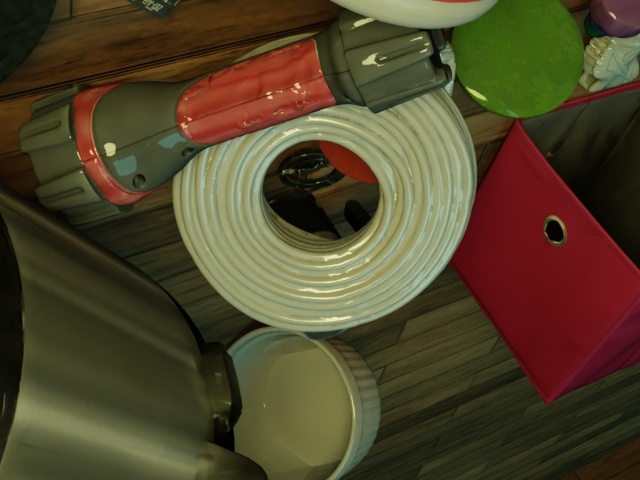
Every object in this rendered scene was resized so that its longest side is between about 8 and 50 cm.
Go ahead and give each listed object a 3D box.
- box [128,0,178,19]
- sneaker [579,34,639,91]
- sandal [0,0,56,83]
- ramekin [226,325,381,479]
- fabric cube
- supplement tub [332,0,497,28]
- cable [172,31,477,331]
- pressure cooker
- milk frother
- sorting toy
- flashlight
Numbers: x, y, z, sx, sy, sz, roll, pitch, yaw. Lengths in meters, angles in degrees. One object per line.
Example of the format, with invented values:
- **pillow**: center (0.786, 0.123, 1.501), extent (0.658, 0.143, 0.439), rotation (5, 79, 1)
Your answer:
- **box**: center (-0.118, -0.196, 0.725), extent (0.067, 0.018, 0.083), rotation (-43, 151, 17)
- **sneaker**: center (0.312, -0.206, 1.123), extent (0.061, 0.053, 0.152), rotation (-28, 153, -4)
- **sandal**: center (-0.328, -0.147, 0.521), extent (0.167, 0.107, 0.446), rotation (-46, 162, 20)
- **ramekin**: center (-0.025, 0.204, 1.273), extent (0.207, 0.207, 0.109), rotation (-44, 159, 20)
- **fabric cube**: center (0.345, -0.002, 1.270), extent (0.259, 0.254, 0.258), rotation (-17, 150, -30)
- **supplement tub**: center (0.078, -0.281, 0.609), extent (0.191, 0.191, 0.272), rotation (-11, 145, -36)
- **cable**: center (0.004, -0.045, 0.878), extent (0.257, 0.089, 0.257), rotation (-11, 111, 3)
- **pressure cooker**: center (-0.260, 0.146, 0.745), extent (0.376, 0.369, 0.420), rotation (-36, 152, 5)
- **milk frother**: center (0.000, 0.000, 1.037), extent (0.129, 0.134, 0.143), rotation (-34, 152, -1)
- **sorting toy**: center (0.153, -0.156, 1.012), extent (0.366, 0.127, 0.126), rotation (-27, 177, -10)
- **flashlight**: center (-0.062, -0.098, 0.751), extent (0.304, 0.103, 0.103), rotation (-16, 152, 17)
